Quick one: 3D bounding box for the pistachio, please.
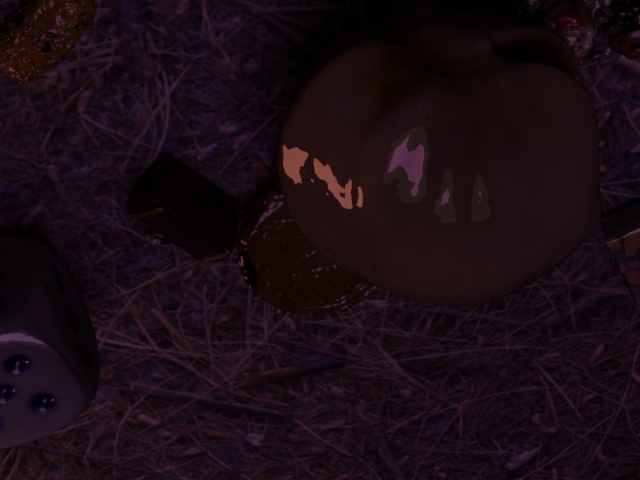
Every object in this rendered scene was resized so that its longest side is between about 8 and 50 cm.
[{"bbox_3d":[0.144,-0.091,1.775,0.365,0.281,0.445,-34,139,19],"label":"pistachio"}]

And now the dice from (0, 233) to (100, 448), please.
[{"bbox_3d":[-0.384,0.122,1.889,0.194,0.193,0.192,-20,129,7],"label":"dice"}]

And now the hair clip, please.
[{"bbox_3d":[0.381,-0.253,1.799,0.321,0.091,0.138,-9,133,-3],"label":"hair clip"}]

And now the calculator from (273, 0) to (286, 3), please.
[{"bbox_3d":[-0.009,-0.318,1.717,0.141,0.019,0.094,-32,125,15],"label":"calculator"}]

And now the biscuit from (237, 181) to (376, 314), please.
[{"bbox_3d":[0.000,0.000,1.954,0.225,0.042,0.226,-9,127,-12],"label":"biscuit"}]

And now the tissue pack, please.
[{"bbox_3d":[0.436,0.010,2.044,0.108,0.060,0.148,-25,130,10],"label":"tissue pack"}]

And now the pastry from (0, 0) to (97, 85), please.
[{"bbox_3d":[-0.299,-0.232,1.708,0.140,0.056,0.080,-35,120,25],"label":"pastry"}]

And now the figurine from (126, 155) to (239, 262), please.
[{"bbox_3d":[-0.165,-0.019,1.899,0.098,0.082,0.154,-28,131,32],"label":"figurine"}]
